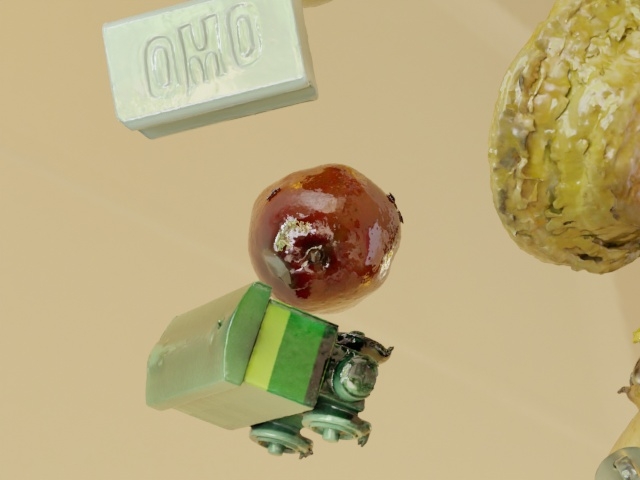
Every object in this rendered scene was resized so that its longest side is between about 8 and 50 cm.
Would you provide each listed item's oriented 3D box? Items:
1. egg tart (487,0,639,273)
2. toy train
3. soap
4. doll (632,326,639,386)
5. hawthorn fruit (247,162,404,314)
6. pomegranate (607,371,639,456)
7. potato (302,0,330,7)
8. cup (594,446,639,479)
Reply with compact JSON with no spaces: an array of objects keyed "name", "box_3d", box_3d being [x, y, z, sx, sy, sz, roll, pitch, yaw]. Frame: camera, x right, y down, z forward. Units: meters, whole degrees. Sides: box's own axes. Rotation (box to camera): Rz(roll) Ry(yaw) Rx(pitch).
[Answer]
[{"name":"egg tart","box_3d":[0.282,-0.099,1.534,0.294,0.123,0.294,-13,-67,-33]},{"name":"toy train","box_3d":[-0.056,0.144,1.827,0.202,0.301,0.120,24,-109,-18]},{"name":"soap","box_3d":[-0.110,-0.180,1.719,0.066,0.198,0.119,39,-141,-72]},{"name":"doll","box_3d":[0.291,0.089,1.399,0.076,0.113,0.078,31,-95,-55]},{"name":"hawthorn fruit","box_3d":[0.000,0.000,2.004,0.185,0.185,0.202,60,-169,-5]},{"name":"pomegranate","box_3d":[0.454,0.273,1.918,0.342,0.342,0.342,37,-141,-37]},{"name":"potato","box_3d":[0.030,-0.413,2.175,0.255,0.112,0.269,12,-90,-71]},{"name":"cup","box_3d":[0.214,0.177,1.170,0.075,0.054,0.083,29,-165,-22]}]
